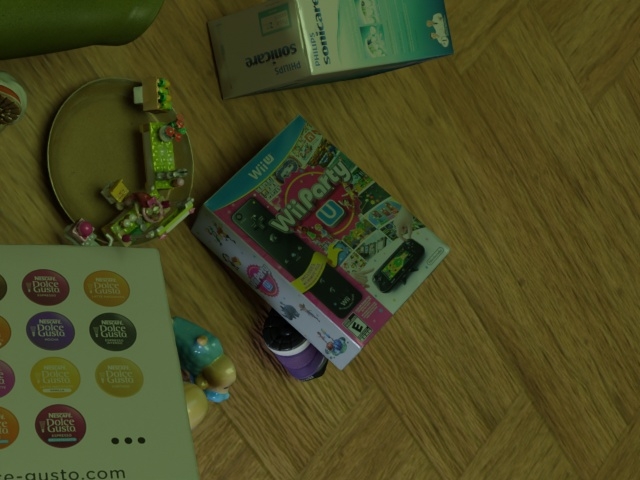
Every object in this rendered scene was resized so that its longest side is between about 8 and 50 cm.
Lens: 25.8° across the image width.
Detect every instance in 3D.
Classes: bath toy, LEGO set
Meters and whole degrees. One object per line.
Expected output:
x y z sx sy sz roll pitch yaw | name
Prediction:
-0.272 0.244 1.858 0.348 0.151 0.129 -32 139 -36 | bath toy
-0.224 -0.089 1.893 0.132 0.107 0.287 38 63 -31 | LEGO set

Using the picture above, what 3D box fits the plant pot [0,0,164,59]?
-0.376 -0.365 1.665 0.353 0.366 0.366 2 85 -40 | plant pot

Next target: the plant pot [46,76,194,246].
-0.281 -0.108 1.938 0.236 0.032 0.236 4 83 -40 | plant pot

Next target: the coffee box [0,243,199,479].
-0.350 0.230 1.523 0.338 0.338 0.334 2 50 -20 | coffee box

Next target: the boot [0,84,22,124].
-0.424 -0.193 1.697 0.059 0.158 0.084 94 17 -46 | boot

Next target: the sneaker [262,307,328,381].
0.006 0.083 2.137 0.283 0.107 0.124 -61 143 -27 | sneaker

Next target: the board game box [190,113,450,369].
0.000 0.000 2.028 0.303 0.097 0.224 41 61 5 | board game box

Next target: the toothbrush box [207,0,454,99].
0.016 -0.302 2.087 0.296 0.216 0.126 -15 95 -39 | toothbrush box

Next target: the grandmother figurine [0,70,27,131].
-0.486 -0.098 1.717 0.208 0.104 0.342 43 54 -7 | grandmother figurine
